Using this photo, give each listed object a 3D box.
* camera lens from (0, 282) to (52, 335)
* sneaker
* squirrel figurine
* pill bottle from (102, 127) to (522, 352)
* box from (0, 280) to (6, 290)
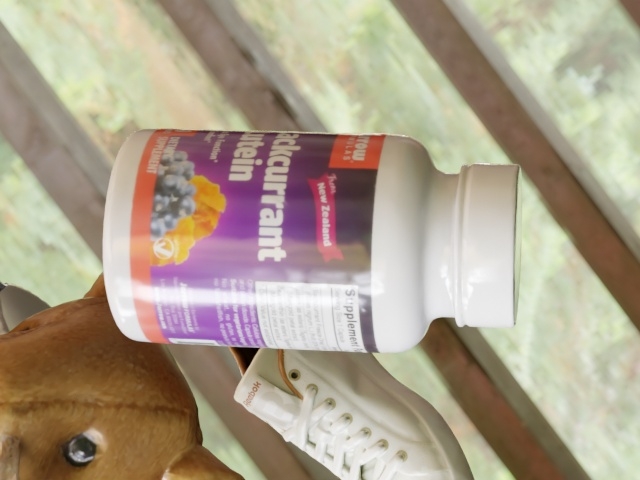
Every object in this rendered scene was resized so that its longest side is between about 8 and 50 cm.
[{"bbox_3d":[-0.316,0.196,1.389,0.274,0.219,0.219,-39,-178,6],"label":"camera lens"},{"bbox_3d":[0.004,0.142,1.250,0.123,0.290,0.106,-10,138,-41],"label":"sneaker"},{"bbox_3d":[-0.201,0.195,1.047,0.370,0.281,0.397,-45,143,12],"label":"squirrel figurine"},{"bbox_3d":[0.000,0.000,0.789,0.194,0.108,0.108,2,-171,9],"label":"pill bottle"},{"bbox_3d":[-0.260,0.037,1.020,0.094,0.027,0.137,-44,165,-8],"label":"box"}]
